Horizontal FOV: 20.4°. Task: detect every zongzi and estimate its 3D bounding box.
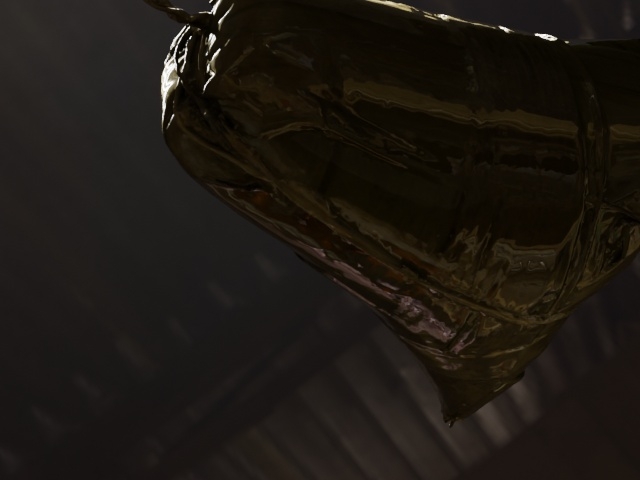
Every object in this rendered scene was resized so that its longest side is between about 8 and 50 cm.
[{"bbox_3d":[0.000,0.000,0.553,0.189,0.081,0.178,8,-41,-20],"label":"zongzi"}]
